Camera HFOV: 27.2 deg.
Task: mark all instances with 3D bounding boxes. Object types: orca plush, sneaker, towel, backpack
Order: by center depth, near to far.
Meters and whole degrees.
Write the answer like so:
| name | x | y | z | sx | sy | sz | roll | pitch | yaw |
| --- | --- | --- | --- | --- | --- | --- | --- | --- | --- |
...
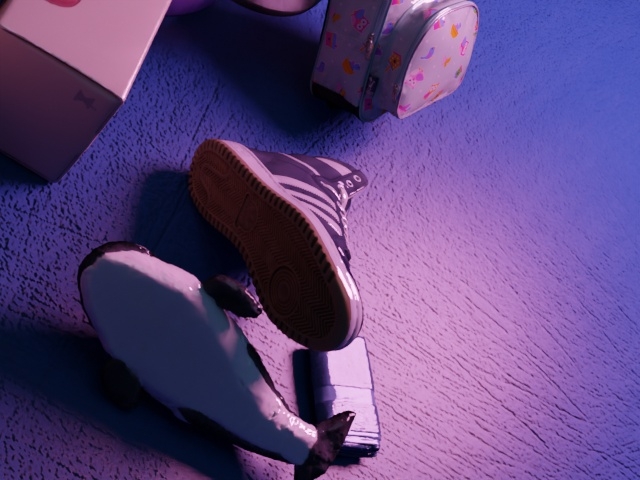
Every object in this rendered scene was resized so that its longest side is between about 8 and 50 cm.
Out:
| name | x | y | z | sx | sy | sz | roll | pitch | yaw |
| --- | --- | --- | --- | --- | --- | --- | --- | --- | --- |
| orca plush | -0.093 | 0.090 | 1.165 | 0.287 | 0.151 | 0.102 | 29 | 17 | -16 |
| sneaker | 0.000 | 0.000 | 1.243 | 0.153 | 0.099 | 0.282 | 6 | 32 | -39 |
| towel | 0.021 | 0.147 | 1.263 | 0.067 | 0.029 | 0.119 | 12 | 56 | -32 |
| backpack | 0.083 | -0.232 | 1.419 | 0.144 | 0.188 | 0.166 | 25 | 35 | 31 |

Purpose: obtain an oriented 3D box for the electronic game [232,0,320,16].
| name | x | y | z | sx | sy | sz | roll | pitch | yaw |
| --- | --- | --- | --- | --- | --- | --- | --- | --- | --- |
| electronic game | -0.078 | -0.331 | 1.357 | 0.229 | 0.048 | 0.229 | 23 | 51 | -31 |

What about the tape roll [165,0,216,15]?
| name | x | y | z | sx | sy | sz | roll | pitch | yaw |
| --- | --- | --- | --- | --- | --- | --- | --- | --- | --- |
| tape roll | -0.187 | -0.376 | 1.401 | 0.275 | 0.090 | 0.274 | 20 | 52 | -28 |

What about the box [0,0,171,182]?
| name | x | y | z | sx | sy | sz | roll | pitch | yaw |
| --- | --- | --- | --- | --- | --- | --- | --- | --- | --- |
| box | -0.227 | -0.196 | 1.210 | 0.127 | 0.148 | 0.232 | 32 | 47 | -17 |
